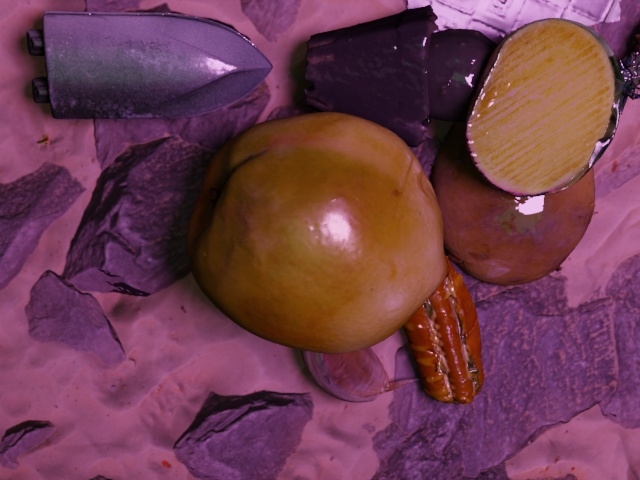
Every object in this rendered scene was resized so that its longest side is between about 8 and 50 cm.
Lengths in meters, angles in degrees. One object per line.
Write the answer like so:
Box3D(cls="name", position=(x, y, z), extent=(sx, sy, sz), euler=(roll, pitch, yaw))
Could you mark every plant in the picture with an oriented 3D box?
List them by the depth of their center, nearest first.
Box3D(cls="plant", position=(0.107, -0.214, 0.915), extent=(0.256, 0.141, 0.164), euler=(1, 117, 6))

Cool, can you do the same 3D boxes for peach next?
Box3D(cls="peach", position=(-0.008, -0.001, 0.908), extent=(0.316, 0.281, 0.314), euler=(36, 139, -22))

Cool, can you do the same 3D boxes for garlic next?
Box3D(cls="garlic", position=(0.051, 0.187, 1.088), extent=(0.129, 0.090, 0.198), euler=(-40, 101, -3))

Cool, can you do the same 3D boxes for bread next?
Box3D(cls="bread", position=(0.280, -0.164, 0.884), extent=(0.229, 0.033, 0.228), euler=(-7, 112, -17))

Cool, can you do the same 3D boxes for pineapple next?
Box3D(cls="pineapple", position=(0.436, -0.255, 0.936), extent=(0.221, 0.083, 0.103), euler=(-37, 98, 12))

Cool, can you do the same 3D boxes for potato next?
Box3D(cls="potato", position=(0.274, -0.059, 0.992), extent=(0.239, 0.116, 0.298), euler=(6, 107, 3))

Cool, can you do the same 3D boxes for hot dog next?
Box3D(cls="hot dog", position=(0.187, 0.137, 1.076), extent=(0.115, 0.072, 0.268), euler=(-22, 107, -1))

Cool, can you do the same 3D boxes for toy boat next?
Box3D(cls="toy boat", position=(-0.224, -0.235, 0.949), extent=(0.320, 0.092, 0.141), euler=(-1, 108, -7))

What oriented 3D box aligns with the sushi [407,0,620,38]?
Box3D(cls="sushi", position=(0.253, -0.408, 0.901), extent=(0.293, 0.059, 0.293), euler=(-5, 109, 3))
